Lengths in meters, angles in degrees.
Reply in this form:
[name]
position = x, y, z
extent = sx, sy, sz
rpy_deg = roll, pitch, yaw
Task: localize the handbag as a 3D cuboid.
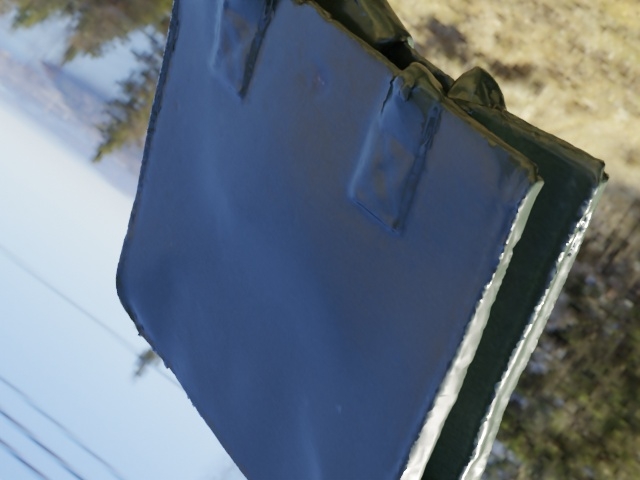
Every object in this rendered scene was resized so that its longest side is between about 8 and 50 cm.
[handbag]
position = -0.002, 0.001, 0.558
extent = 0.079, 0.260, 0.247
rpy_deg = -11, -138, -34
